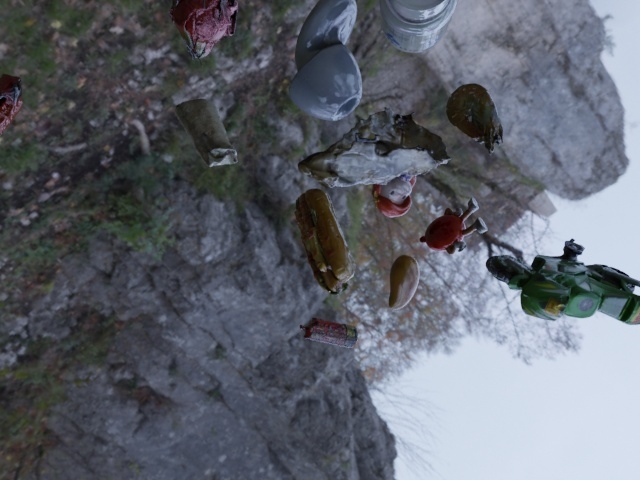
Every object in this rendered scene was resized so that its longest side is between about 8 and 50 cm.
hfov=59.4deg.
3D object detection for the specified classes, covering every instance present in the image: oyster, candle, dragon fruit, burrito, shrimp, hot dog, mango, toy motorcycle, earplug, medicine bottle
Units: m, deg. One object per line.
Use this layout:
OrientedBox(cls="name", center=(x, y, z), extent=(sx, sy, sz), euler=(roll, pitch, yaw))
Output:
OrientedBox(cls="oyster", center=(0.117, -0.176, 1.146), extent=(0.336, 0.133, 0.197), euler=(-18, -144, -38))
OrientedBox(cls="candle", center=(-0.725, -0.274, 1.245), extent=(0.059, 0.084, 0.302), euler=(-14, -139, 8))
OrientedBox(cls="candle", center=(0.014, 0.197, 1.206), extent=(0.052, 0.130, 0.052), euler=(-44, -142, 48))
OrientedBox(cls="dragon fruit", center=(-0.396, -0.747, 1.915), extent=(0.233, 0.293, 0.234), euler=(1, -156, 0))
OrientedBox(cls="burrito", center=(-0.220, -0.209, 1.104), extent=(0.086, 0.061, 0.226), euler=(-18, -135, -15))
OrientedBox(cls="shrimp", center=(0.381, -0.296, 1.381), extent=(0.115, 0.051, 0.217), euler=(-23, -117, 17))
OrientedBox(cls="hot dog", center=(0.000, 0.000, 1.111), extent=(0.104, 0.076, 0.250), euler=(-54, -140, 43))
OrientedBox(cls="mango", center=(0.265, 0.135, 1.789), extent=(0.102, 0.184, 0.084), euler=(-3, -164, -35))
OrientedBox(cls="toy motorcycle", center=(0.292, 0.053, 0.657), extent=(0.106, 0.190, 0.074), euler=(-100, -160, -60))
OrientedBox(cls="earplug", center=(0.024, -0.447, 1.365), extent=(0.214, 0.174, 0.326), euler=(90, 7, -73))
OrientedBox(cls="medicine bottle", center=(0.213, -0.527, 1.230), extent=(0.170, 0.170, 0.293), euler=(-38, 179, 8))

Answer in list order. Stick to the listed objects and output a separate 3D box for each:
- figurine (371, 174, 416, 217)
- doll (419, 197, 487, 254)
OrientedBox(cls="figurine", center=(0.266, -0.220, 1.829), extent=(0.180, 0.208, 0.257), euler=(-12, 148, -47))
OrientedBox(cls="doll", center=(0.421, -0.029, 1.798), extent=(0.217, 0.085, 0.183), euler=(-32, -142, 25))
